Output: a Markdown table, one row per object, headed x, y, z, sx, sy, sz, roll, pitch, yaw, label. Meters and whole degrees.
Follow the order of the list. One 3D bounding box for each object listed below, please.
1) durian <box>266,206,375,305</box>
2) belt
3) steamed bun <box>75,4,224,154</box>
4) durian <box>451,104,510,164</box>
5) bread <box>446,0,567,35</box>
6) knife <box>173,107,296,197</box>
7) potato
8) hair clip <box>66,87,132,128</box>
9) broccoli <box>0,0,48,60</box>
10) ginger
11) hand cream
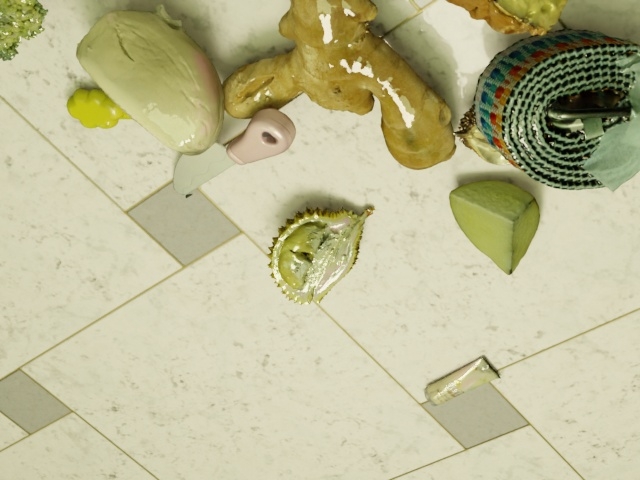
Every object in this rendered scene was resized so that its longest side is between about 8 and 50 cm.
| x | y | z | sx | sy | sz | roll | pitch | yaw | label |
| --- | --- | --- | --- | --- | --- | --- | --- | --- | --- |
| 0.000 | 0.000 | 1.732 | 0.208 | 0.102 | 0.146 | -38 | 117 | 9 | durian |
| 0.347 | -0.178 | 1.427 | 0.257 | 0.150 | 0.207 | -4 | 115 | -13 | belt |
| -0.228 | -0.241 | 1.521 | 0.239 | 0.170 | 0.152 | 41 | 95 | 2 | steamed bun |
| 0.250 | -0.166 | 1.541 | 0.140 | 0.071 | 0.110 | 3 | 132 | -20 | durian |
| 0.195 | -0.369 | 1.283 | 0.260 | 0.147 | 0.160 | 29 | 87 | -35 | bread |
| -0.158 | -0.130 | 1.629 | 0.081 | 0.043 | 0.336 | 40 | 144 | -23 | knife |
| 0.276 | -0.036 | 1.664 | 0.120 | 0.081 | 0.149 | 31 | 154 | 26 | potato |
| -0.322 | -0.208 | 1.658 | 0.173 | 0.046 | 0.072 | 3 | 125 | 13 | hair clip |
| -0.472 | -0.381 | 1.478 | 0.176 | 0.226 | 0.198 | 16 | 176 | -42 | broccoli |
| 0.045 | -0.250 | 1.478 | 0.363 | 0.122 | 0.348 | 24 | 145 | 6 | ginger |
| 0.256 | 0.263 | 1.921 | 0.143 | 0.039 | 0.061 | -31 | 114 | 26 | hand cream |
